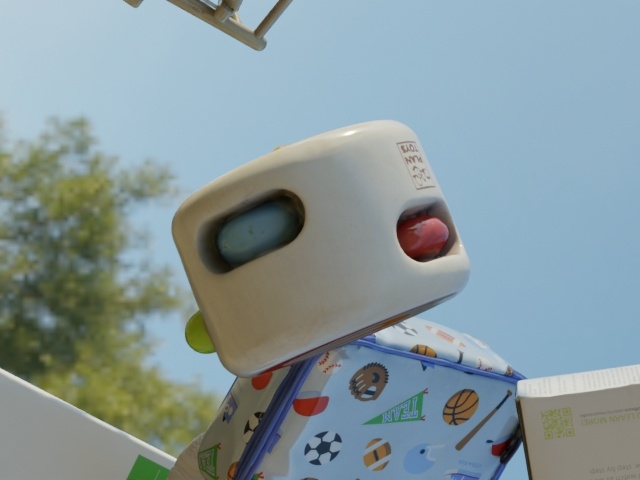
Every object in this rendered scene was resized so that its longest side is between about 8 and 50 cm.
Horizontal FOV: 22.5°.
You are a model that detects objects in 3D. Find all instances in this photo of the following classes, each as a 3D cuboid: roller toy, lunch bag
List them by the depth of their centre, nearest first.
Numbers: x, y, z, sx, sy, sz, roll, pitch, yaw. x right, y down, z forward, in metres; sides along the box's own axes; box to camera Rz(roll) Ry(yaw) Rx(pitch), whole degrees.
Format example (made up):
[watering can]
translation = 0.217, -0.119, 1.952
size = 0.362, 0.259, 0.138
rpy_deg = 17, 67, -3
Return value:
[roller toy]
translation = 0.000, 0.000, 1.142
size = 0.146, 0.209, 0.191
rpy_deg = 68, -17, 6
[lunch bag]
translation = 0.049, 0.189, 1.502
size = 0.243, 0.303, 0.115
rpy_deg = -62, -145, 12

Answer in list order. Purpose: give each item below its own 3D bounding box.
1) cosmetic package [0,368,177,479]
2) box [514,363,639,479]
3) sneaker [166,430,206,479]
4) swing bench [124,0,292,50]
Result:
[cosmetic package]
translation = -0.321, 0.257, 1.725
size = 0.197, 0.365, 0.155
rpy_deg = -64, -161, -10
[box]
translation = 0.264, 0.234, 1.044
size = 0.058, 0.232, 0.322
rpy_deg = -41, 123, -79
[sneaker]
translation = -0.088, 0.285, 1.625
size = 0.101, 0.153, 0.268
rpy_deg = 43, -65, 32
[swing bench]
translation = -0.111, -0.374, 1.743
size = 0.253, 0.254, 0.165
rpy_deg = -48, -133, 29
